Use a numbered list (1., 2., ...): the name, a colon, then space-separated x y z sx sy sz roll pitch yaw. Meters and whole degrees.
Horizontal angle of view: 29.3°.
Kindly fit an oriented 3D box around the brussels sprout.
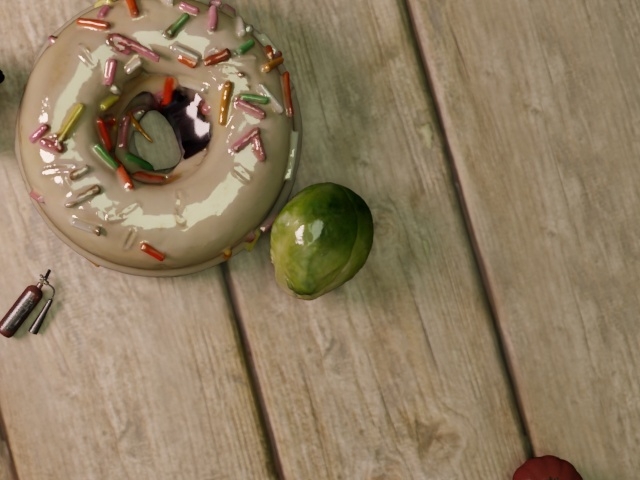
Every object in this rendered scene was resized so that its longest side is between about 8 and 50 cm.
1. brussels sprout: -0.001 -0.003 1.573 0.155 0.155 0.117 -38 63 -5

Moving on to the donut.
1. donut: -0.201 -0.138 1.554 0.382 0.142 0.383 0 89 -6

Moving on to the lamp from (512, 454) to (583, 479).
1. lamp: 0.298 0.332 1.605 0.101 0.090 0.101 0 87 -3

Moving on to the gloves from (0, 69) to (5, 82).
1. gloves: -0.462 -0.177 1.511 0.106 0.180 0.129 30 85 -3

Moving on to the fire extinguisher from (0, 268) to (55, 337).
1. fire extinguisher: -0.372 0.088 1.585 0.046 0.032 0.100 39 91 8
